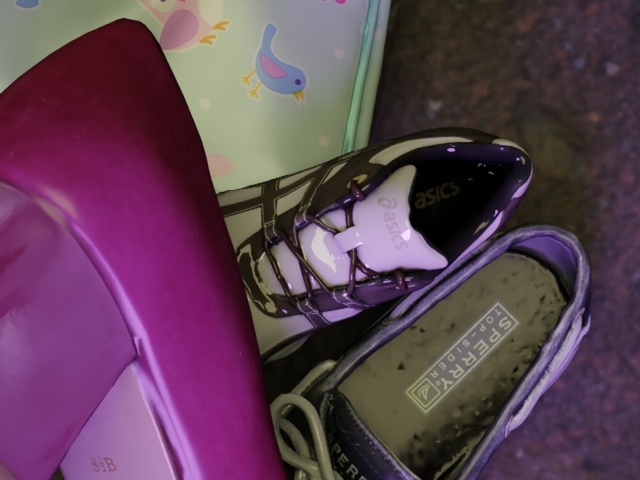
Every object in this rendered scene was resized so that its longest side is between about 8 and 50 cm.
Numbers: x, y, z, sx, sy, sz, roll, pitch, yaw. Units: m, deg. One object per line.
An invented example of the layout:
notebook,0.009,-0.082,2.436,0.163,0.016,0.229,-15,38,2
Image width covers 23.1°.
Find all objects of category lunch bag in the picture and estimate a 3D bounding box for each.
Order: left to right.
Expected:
lunch bag,-0.077,-0.073,0.754,0.224,0.108,0.279,13,81,-10

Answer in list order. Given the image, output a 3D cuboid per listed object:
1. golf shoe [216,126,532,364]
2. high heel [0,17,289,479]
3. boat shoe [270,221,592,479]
golf shoe,0.000,0.000,0.658,0.198,0.094,0.077,-29,93,-15
high heel,-0.025,0.100,0.621,0.127,0.377,0.181,4,48,35
boat shoe,0.016,0.112,0.723,0.306,0.105,0.113,-41,81,-7
